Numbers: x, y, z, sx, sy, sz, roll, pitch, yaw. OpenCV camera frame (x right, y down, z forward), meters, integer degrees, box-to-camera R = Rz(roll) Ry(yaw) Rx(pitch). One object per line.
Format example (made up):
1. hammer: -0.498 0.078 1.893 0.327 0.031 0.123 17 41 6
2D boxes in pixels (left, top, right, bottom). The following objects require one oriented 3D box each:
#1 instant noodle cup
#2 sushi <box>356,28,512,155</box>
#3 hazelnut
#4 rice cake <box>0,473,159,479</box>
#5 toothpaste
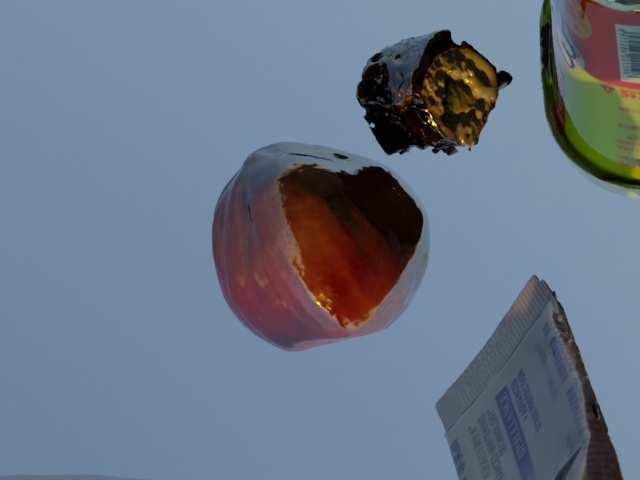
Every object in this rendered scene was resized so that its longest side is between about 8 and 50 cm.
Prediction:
1. instant noodle cup: 0.302 -0.210 1.405 0.308 0.293 0.294 60 -155 -67
2. sushi: 0.087 -0.120 1.376 0.094 0.084 0.098 49 -124 -27
3. hazelnut: 0.000 0.000 1.377 0.178 0.178 0.204 51 -174 -9
4. rice cake: -0.139 0.139 0.810 0.106 0.297 0.050 -1 -91 -76
5. toothpaste: 0.119 0.135 0.901 0.068 0.099 0.282 56 -169 -34
